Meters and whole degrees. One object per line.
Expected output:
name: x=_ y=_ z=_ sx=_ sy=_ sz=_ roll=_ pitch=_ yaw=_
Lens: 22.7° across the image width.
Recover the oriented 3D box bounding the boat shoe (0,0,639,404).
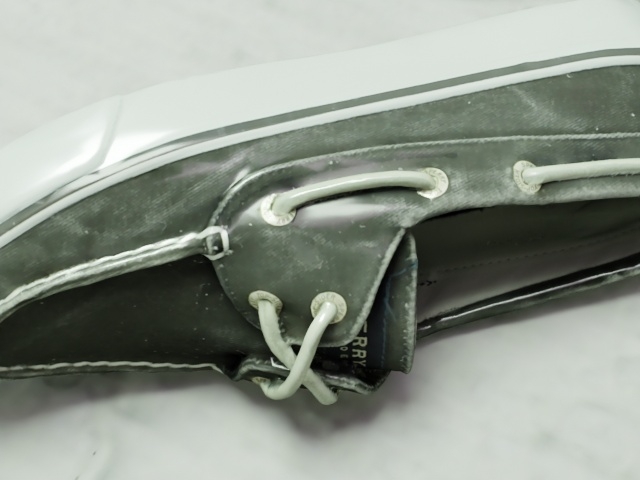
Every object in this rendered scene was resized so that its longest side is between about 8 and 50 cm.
boat shoe: x=0.000 y=0.000 z=0.397 sx=0.219 sy=0.078 sz=0.070 roll=-18 pitch=59 yaw=-8
